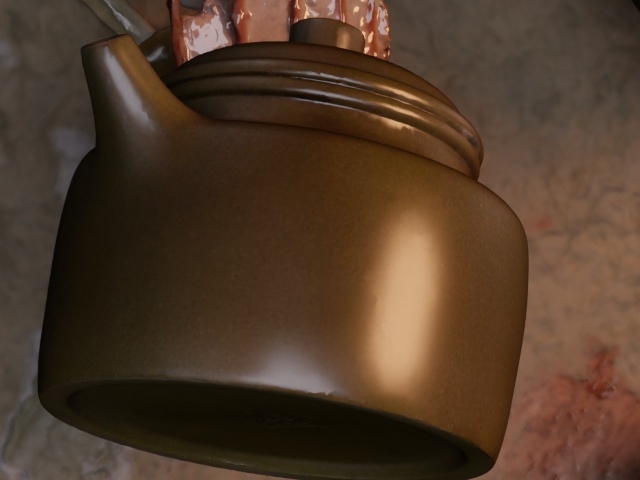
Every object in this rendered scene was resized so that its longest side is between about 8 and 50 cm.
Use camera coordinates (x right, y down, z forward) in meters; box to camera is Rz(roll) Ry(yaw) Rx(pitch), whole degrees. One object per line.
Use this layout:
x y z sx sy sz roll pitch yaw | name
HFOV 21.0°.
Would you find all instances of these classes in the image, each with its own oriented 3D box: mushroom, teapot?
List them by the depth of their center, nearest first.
0.000 0.000 0.693 0.268 0.186 0.175 27 67 -45 | teapot
-0.195 -0.157 0.846 0.306 0.043 0.068 26 71 -10 | mushroom

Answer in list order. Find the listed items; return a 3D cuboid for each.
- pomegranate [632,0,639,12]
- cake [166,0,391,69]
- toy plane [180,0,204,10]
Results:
0.286 -0.173 0.810 0.341 0.260 0.260 16 98 -14 | pomegranate
-0.007 -0.022 0.804 0.098 0.135 0.287 -10 126 -3 | cake
-0.047 -0.234 0.810 0.252 0.118 0.252 -1 98 -9 | toy plane
